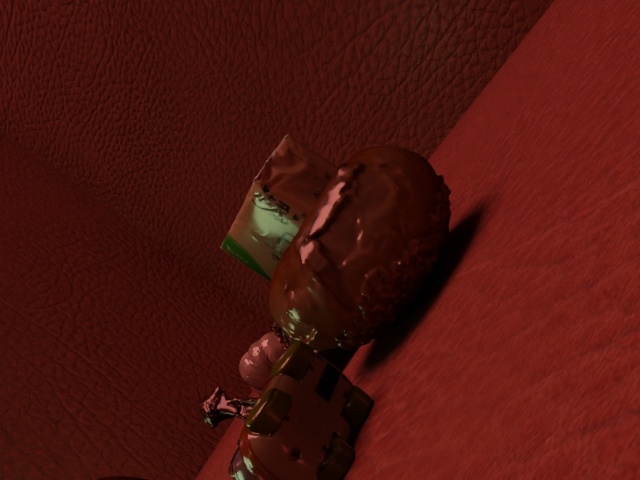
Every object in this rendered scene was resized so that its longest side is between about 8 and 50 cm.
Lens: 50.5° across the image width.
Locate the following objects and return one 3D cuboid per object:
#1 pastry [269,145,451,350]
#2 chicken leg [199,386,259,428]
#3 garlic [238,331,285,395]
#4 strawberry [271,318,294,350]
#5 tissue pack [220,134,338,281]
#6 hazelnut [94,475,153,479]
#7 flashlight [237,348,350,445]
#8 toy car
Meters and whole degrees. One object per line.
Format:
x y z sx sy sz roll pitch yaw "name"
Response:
0.079 0.023 1.232 0.409 0.245 0.409 -57 -2 -3 "pastry"
-0.136 0.353 1.400 0.305 0.093 0.113 0 81 41 "chicken leg"
-0.105 0.380 1.895 0.218 0.219 0.212 -55 41 23 "garlic"
-0.020 0.232 1.556 0.167 0.208 0.087 -62 34 21 "strawberry"
0.000 0.000 1.607 0.205 0.405 0.331 -59 3 -40 "tissue pack"
-0.520 0.801 1.742 0.421 0.352 0.421 -20 10 4 "hazelnut"
-0.026 0.298 1.475 0.423 0.103 0.103 -55 0 -3 "flashlight"
-0.056 0.286 0.989 0.235 0.145 0.235 -50 4 5 "toy car"
